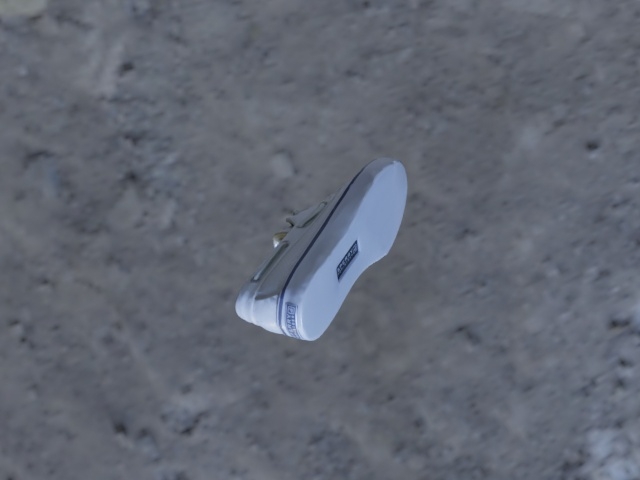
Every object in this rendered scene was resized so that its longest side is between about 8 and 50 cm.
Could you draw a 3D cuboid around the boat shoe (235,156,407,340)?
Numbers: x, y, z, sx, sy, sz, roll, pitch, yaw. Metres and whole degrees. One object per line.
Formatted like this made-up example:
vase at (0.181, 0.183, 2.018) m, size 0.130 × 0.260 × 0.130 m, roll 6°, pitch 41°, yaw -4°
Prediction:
boat shoe at (0.000, 0.000, 0.687) m, size 0.035 × 0.100 × 0.035 m, roll 10°, pitch 131°, yaw 25°
